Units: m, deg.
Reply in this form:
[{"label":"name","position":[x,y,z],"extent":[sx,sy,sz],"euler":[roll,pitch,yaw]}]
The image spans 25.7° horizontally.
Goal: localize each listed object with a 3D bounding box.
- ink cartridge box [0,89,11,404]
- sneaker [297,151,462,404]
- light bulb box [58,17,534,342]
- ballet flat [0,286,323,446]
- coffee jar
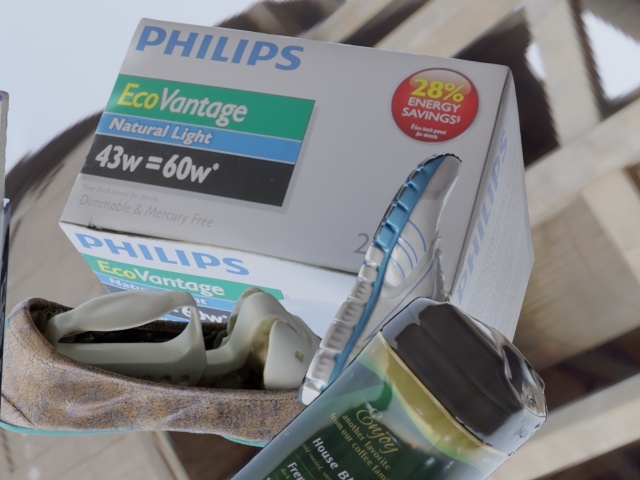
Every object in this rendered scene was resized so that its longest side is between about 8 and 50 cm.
[{"label":"ink cartridge box","position":[-0.225,0.026,0.535],"extent":[0.206,0.208,0.045],"euler":[4,-155,-12]},{"label":"sneaker","position":[0.060,0.035,0.922],"extent":[0.083,0.071,0.190],"euler":[25,-96,4]},{"label":"light bulb box","position":[0.000,0.000,1.329],"extent":[0.358,0.361,0.225],"euler":[10,-114,17]},{"label":"ballet flat","position":[-0.081,0.087,1.006],"extent":[0.316,0.106,0.107],"euler":[2,-150,-28]},{"label":"coffee jar","position":[0.020,0.109,0.655],"extent":[0.079,0.184,0.096],"euler":[48,-171,24]}]
